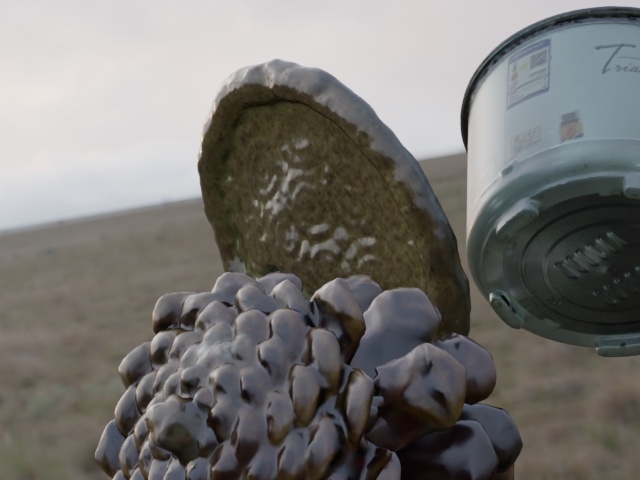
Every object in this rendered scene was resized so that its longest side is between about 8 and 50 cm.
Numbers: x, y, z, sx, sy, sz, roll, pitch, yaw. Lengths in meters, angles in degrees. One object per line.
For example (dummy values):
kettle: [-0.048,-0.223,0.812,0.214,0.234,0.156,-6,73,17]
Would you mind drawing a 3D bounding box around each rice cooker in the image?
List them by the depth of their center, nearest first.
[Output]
rice cooker: [0.231,-0.054,1.430,0.241,0.227,0.280,30,-48,-24]

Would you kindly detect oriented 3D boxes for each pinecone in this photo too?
pinecone: [0.006,0.130,1.109,0.264,0.264,0.264,-10,2,0]

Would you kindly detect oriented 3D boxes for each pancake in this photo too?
pancake: [0.000,0.000,1.337,0.033,0.288,0.286,-23,-7,-35]
